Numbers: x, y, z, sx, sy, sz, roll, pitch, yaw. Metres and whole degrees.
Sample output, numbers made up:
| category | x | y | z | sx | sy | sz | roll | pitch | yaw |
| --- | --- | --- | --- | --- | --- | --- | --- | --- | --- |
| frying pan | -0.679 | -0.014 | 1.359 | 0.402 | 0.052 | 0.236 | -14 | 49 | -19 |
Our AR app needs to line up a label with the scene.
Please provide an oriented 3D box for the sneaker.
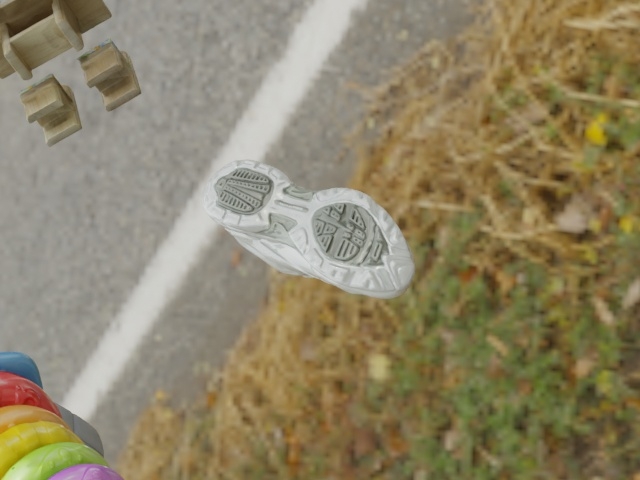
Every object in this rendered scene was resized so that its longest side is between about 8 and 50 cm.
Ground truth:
| category | x | y | z | sx | sy | sz | roll | pitch | yaw |
| --- | --- | --- | --- | --- | --- | --- | --- | --- | --- |
| sneaker | 0.000 | 0.000 | 1.577 | 0.232 | 0.115 | 0.090 | 27 | 72 | 28 |

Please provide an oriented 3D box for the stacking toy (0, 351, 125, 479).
| category | x | y | z | sx | sy | sz | roll | pitch | yaw |
| --- | --- | --- | --- | --- | --- | --- | --- | --- | --- |
| stacking toy | -0.203 | 0.205 | 1.209 | 0.302 | 0.166 | 0.175 | 18 | 109 | 44 |

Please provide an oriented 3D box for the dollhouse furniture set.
| category | x | y | z | sx | sy | sz | roll | pitch | yaw |
| --- | --- | --- | --- | --- | --- | --- | --- | --- | --- |
| dollhouse furniture set | -0.348 | -0.219 | 1.733 | 0.212 | 0.242 | 0.161 | 56 | -172 | -40 |

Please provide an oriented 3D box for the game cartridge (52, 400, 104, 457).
| category | x | y | z | sx | sy | sz | roll | pitch | yaw |
| --- | --- | --- | --- | --- | --- | --- | --- | --- | --- |
| game cartridge | -0.351 | 0.180 | 1.493 | 0.196 | 0.294 | 0.060 | -19 | 58 | 32 |
